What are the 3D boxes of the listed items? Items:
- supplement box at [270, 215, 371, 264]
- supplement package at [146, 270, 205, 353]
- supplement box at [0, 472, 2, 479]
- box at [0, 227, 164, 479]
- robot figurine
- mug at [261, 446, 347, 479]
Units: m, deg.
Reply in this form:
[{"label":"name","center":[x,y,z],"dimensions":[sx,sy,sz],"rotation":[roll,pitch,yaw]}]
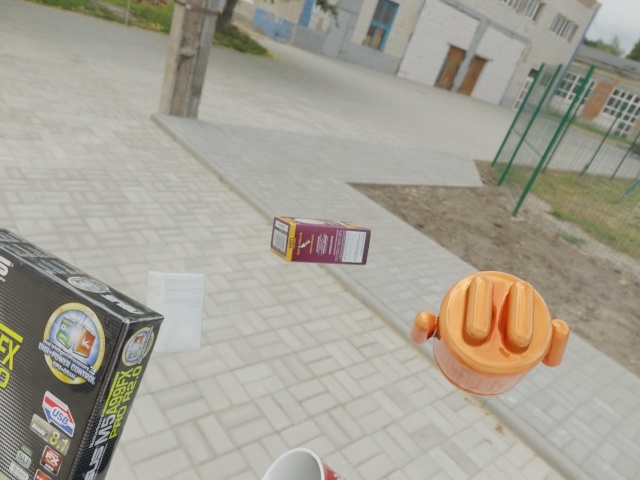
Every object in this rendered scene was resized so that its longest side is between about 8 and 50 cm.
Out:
[{"label":"supplement box","center":[0.000,0.000,1.029],"dimensions":[0.188,0.081,0.104],"rotation":[3,11,-26]},{"label":"supplement package","center":[-0.342,0.164,1.124],"dimensions":[0.105,0.180,0.105],"rotation":[6,-4,-38]},{"label":"supplement box","center":[-0.802,0.525,1.035],"dimensions":[0.194,0.357,0.195],"rotation":[23,44,-16]},{"label":"box","center":[-0.327,0.129,0.538],"dimensions":[0.270,0.216,0.060],"rotation":[24,5,19]},{"label":"robot figurine","center":[0.207,0.121,0.596],"dimensions":[0.158,0.219,0.128],"rotation":[-26,61,-6]},{"label":"mug","center":[0.007,0.335,0.584],"dimensions":[0.169,0.113,0.150],"rotation":[43,-16,-25]}]
